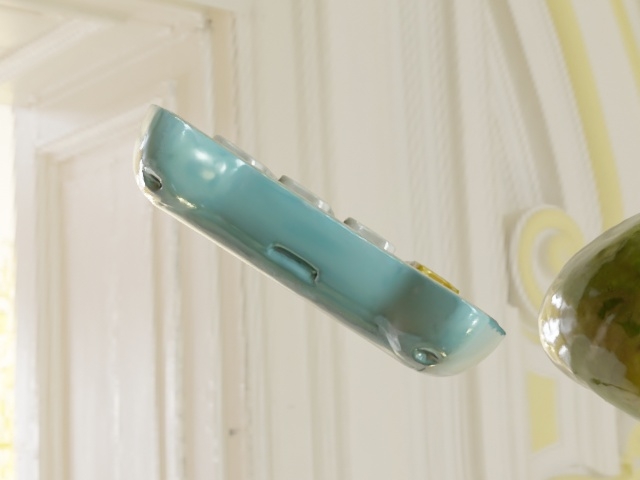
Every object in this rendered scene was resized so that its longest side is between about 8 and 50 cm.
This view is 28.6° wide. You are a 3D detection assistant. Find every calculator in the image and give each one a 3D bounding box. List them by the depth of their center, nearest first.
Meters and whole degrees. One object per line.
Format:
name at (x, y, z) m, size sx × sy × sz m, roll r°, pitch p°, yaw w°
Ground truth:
calculator at (0.000, 0.000, 0.812) m, size 0.256 × 0.386 × 0.054 m, roll 33°, pitch -86°, yaw 2°

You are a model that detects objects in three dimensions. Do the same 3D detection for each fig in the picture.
fig at (0.346, 0.038, 1.090) m, size 0.314 × 0.233 × 0.233 m, roll -53°, pitch -131°, yaw 27°
